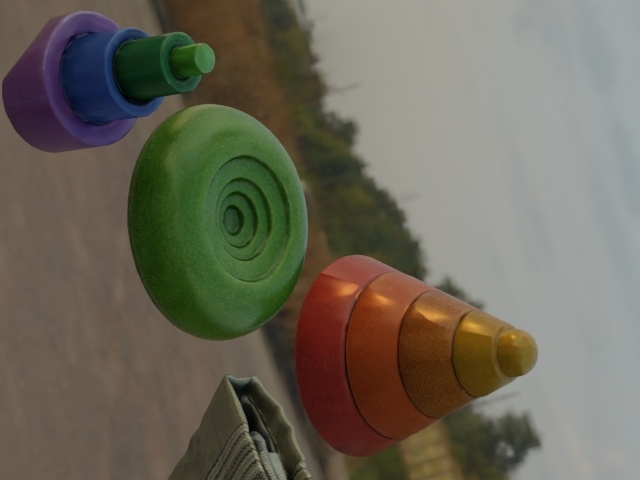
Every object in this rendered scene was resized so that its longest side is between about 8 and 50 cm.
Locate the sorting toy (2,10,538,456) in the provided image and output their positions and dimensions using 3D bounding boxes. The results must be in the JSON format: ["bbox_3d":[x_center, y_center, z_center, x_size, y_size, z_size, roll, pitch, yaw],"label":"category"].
[{"bbox_3d":[0.000,0.000,0.841,0.365,0.126,0.127,44,55,-40],"label":"sorting toy"}]

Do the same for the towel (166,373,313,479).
[{"bbox_3d":[-0.060,0.262,0.693,0.324,0.056,0.312,-61,-155,20],"label":"towel"}]
